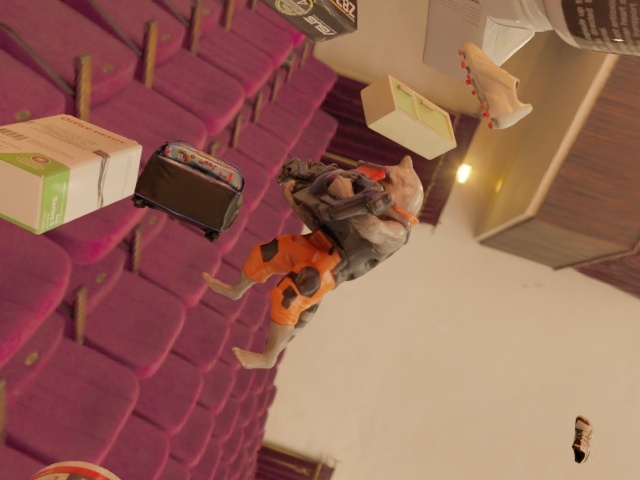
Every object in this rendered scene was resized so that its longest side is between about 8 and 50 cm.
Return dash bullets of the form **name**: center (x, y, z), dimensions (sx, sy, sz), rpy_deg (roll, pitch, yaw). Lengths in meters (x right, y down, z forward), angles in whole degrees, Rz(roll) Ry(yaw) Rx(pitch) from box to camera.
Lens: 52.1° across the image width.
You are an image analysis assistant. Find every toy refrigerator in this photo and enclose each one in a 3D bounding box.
- **toy refrigerator**: center (0.222, -0.297, 1.597), dimensions (0.094, 0.269, 0.102), rpy_deg (-26, -118, 36)

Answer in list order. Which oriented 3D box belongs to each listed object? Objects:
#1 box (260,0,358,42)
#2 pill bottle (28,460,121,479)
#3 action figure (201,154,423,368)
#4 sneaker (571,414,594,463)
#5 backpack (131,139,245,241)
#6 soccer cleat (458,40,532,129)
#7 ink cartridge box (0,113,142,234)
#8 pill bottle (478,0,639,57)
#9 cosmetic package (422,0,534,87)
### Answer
- **box**: center (-0.073, -0.533, 0.994), dimensions (0.395, 0.097, 0.318), rpy_deg (17, 69, -54)
- **pill bottle**: center (-0.213, 0.261, 0.492), dimensions (0.180, 0.108, 0.108), rpy_deg (-88, -165, -76)
- **action figure**: center (0.000, 0.000, 0.914), dimensions (0.330, 0.178, 0.341), rpy_deg (-37, -158, 0)
- **sneaker**: center (0.449, 0.344, 1.125), dimensions (0.032, 0.037, 0.083), rpy_deg (-3, -83, 53)
- **backpack**: center (-0.198, -0.084, 1.030), dimensions (0.117, 0.158, 0.173), rpy_deg (-64, -171, 5)
- **soccer cleat**: center (0.295, -0.271, 1.118), dimensions (0.068, 0.076, 0.196), rpy_deg (53, 18, -56)
- **ink cartridge box**: center (-0.492, -0.133, 1.200), dimensions (0.273, 0.198, 0.115), rpy_deg (-41, 151, -62)
- **pill bottle**: center (0.260, -0.209, 0.459), dimensions (0.161, 0.283, 0.161), rpy_deg (-21, 123, -38)
- **cosmetic package**: center (0.325, -0.462, 1.274), dimensions (0.224, 0.138, 0.225), rpy_deg (-42, 153, -25)
